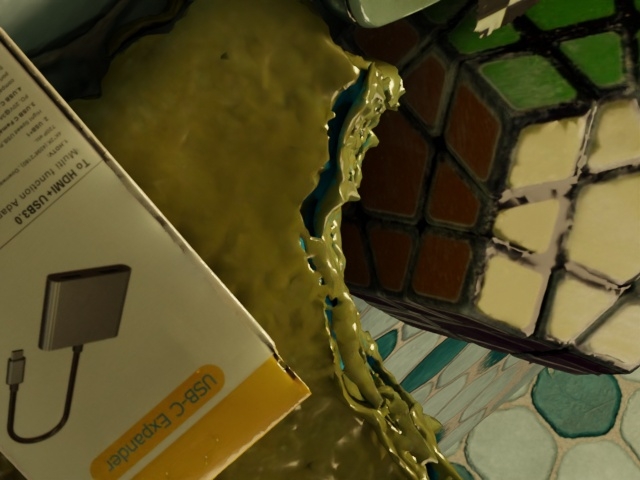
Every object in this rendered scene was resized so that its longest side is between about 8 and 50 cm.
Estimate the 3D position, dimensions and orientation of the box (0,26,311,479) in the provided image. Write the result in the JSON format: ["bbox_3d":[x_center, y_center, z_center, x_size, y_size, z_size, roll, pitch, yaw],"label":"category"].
[{"bbox_3d":[-0.129,0.018,0.744,0.129,0.247,0.033,-40,-164,-3],"label":"box"}]

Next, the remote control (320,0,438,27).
[{"bbox_3d":[0.063,-0.168,0.854,0.222,0.042,0.072,-40,128,-48],"label":"remote control"}]

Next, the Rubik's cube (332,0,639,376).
[{"bbox_3d":[0.137,-0.065,1.021,0.264,0.319,0.319,-15,176,25],"label":"Rubik's cube"}]

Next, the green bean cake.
[{"bbox_3d":[-0.041,0.034,0.884,0.285,0.310,0.202,-39,-168,0],"label":"green bean cake"}]

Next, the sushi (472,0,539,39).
[{"bbox_3d":[0.150,-0.221,0.848,0.210,0.040,0.193,-34,154,-25],"label":"sushi"}]
